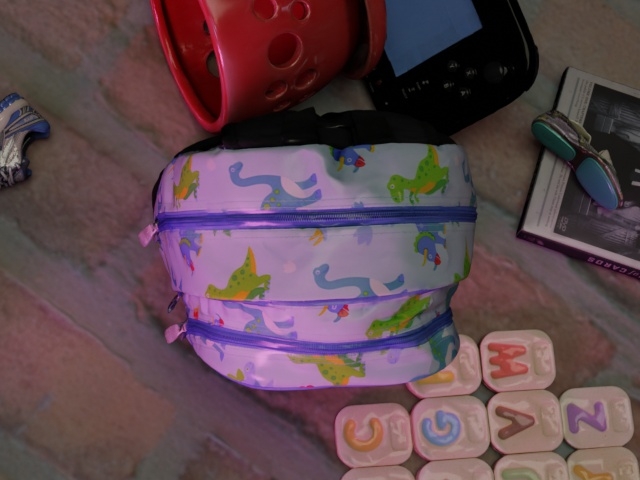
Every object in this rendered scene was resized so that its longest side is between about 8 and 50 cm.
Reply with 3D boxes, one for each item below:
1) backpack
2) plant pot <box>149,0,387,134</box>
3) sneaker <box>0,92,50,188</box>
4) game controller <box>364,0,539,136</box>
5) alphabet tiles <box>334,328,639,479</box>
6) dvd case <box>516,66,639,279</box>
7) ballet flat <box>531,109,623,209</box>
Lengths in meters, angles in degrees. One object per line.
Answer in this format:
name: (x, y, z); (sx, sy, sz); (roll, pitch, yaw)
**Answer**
backpack: (0.000, 0.000, 1.100); (0.290, 0.355, 0.273); (4, 75, -7)
plant pot: (-0.047, -0.211, 1.239); (0.174, 0.191, 0.191); (-22, 79, -17)
sneaker: (-0.292, -0.068, 1.239); (0.058, 0.052, 0.135); (33, 74, -2)
game controller: (0.085, -0.253, 1.297); (0.166, 0.067, 0.319); (-25, 78, 21)
alphabet tiles: (0.155, 0.221, 1.232); (0.278, 0.021, 0.284); (-3, 75, -8)
dvd case: (0.324, -0.048, 1.323); (0.239, 0.029, 0.179); (18, 73, -1)
ballet flat: (0.248, -0.080, 1.289); (0.041, 0.041, 0.114); (-42, 83, -16)
